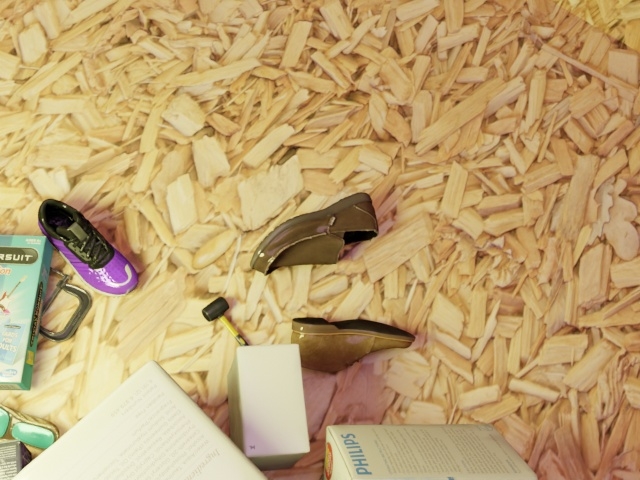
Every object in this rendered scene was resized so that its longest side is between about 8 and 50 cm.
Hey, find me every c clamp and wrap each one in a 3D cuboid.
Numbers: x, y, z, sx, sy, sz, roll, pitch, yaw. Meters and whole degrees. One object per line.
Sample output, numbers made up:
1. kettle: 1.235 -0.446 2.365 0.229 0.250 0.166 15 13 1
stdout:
1. c clamp: -0.600 0.149 1.716 0.137 0.022 0.161 23 61 -6

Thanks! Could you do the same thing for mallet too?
1. mallet: -0.194 0.212 1.765 0.189 0.039 0.062 43 62 4

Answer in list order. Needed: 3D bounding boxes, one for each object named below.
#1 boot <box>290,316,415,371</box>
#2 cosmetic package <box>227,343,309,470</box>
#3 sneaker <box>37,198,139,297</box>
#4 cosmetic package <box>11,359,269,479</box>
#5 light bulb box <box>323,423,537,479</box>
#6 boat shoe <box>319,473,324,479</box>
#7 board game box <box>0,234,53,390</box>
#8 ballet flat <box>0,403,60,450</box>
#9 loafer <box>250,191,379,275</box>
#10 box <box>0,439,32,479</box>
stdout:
1. boot: 0.076 0.249 1.783 0.305 0.112 0.115 4 95 -15
2. cosmetic package: -0.116 0.360 1.601 0.138 0.225 0.224 -1 66 -12
3. sneaker: -0.541 0.011 1.720 0.293 0.146 0.102 38 64 8
4. cosmetic package: -0.309 0.507 1.434 0.393 0.329 0.327 44 65 11
5. light bulb box: 0.193 0.569 1.485 0.361 0.225 0.358 2 101 -11
6. boat shoe: 0.139 0.555 1.636 0.285 0.092 0.103 15 63 -5
7. board game box: -0.742 0.150 1.637 0.253 0.079 0.336 2 65 -4
8. ballet flat: -0.640 0.385 1.570 0.206 0.067 0.073 24 84 -1
9. loafer: 0.000 0.000 1.844 0.366 0.134 0.130 -27 73 -21
10. box: -0.623 0.510 1.467 0.108 0.153 0.207 -7 68 -15
